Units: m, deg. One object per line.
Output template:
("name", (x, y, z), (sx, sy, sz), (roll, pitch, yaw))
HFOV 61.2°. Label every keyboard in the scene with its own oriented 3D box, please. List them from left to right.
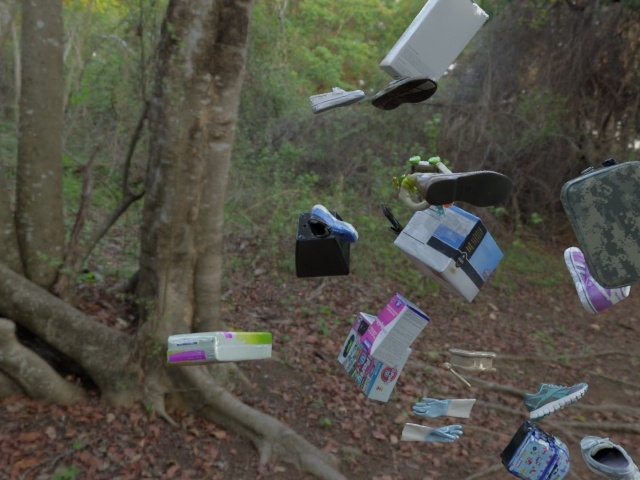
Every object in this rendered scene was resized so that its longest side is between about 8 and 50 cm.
("keyboard", (0.292, -0.064, 2.182), (0.192, 0.038, 0.100), (42, 21, -43))

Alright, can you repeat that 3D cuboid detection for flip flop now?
("flip flop", (0.284, -0.520, 1.864), (0.112, 0.080, 0.277), (25, -16, -29))

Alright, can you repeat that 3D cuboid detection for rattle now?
("rattle", (0.370, -0.143, 1.792), (0.199, 0.130, 0.142), (22, -1, 32))

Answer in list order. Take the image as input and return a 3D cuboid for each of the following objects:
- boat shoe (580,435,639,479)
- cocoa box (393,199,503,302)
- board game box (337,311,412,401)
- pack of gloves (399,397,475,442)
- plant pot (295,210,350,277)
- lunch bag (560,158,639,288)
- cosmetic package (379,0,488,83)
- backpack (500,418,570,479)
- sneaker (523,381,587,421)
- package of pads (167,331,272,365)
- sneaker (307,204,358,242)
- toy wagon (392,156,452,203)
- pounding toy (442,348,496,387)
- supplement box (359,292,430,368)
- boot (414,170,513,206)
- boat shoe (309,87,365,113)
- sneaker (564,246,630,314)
("boat shoe", (0.903, 0.682, 1.688), (0.118, 0.103, 0.320), (-26, 2, 7))
("cocoa box", (0.471, 0.032, 1.958), (0.231, 0.228, 0.347), (34, -2, 39))
("board game box", (0.202, 0.443, 2.095), (0.097, 0.224, 0.303), (21, 8, -25))
("pack of gloves", (0.410, 0.631, 1.860), (0.232, 0.195, 0.046), (7, 24, -16))
("plant pot", (0.000, 0.000, 1.855), (0.187, 0.167, 0.188), (-3, 48, 9))
("lunch bag", (0.758, -0.051, 1.393), (0.212, 0.305, 0.256), (-23, -4, 20))
("cosmetic package", (0.418, -0.741, 2.016), (0.197, 0.365, 0.155), (37, 8, -17))
("backpack", (0.632, 0.630, 1.551), (0.173, 0.158, 0.117), (32, 6, 0))
("sneaker", (0.589, 0.388, 1.364), (0.166, 0.076, 0.065), (-25, -34, -2))
("package of pads", (-0.335, 0.360, 1.800), (0.229, 0.101, 0.296), (-11, -15, 29))
("sneaker", (0.031, -0.024, 1.453), (0.152, 0.058, 0.085), (38, 41, -15))
("toy wagon", (0.509, -0.285, 2.676), (0.068, 0.267, 0.344), (-33, 29, -33))
("pounding toy", (0.661, 0.574, 2.443), (0.269, 0.155, 0.154), (5, -5, -10))
("supplement box", (0.256, 0.312, 1.877), (0.114, 0.220, 0.111), (33, 5, -26))
("boot", (0.422, -0.166, 1.588), (0.305, 0.112, 0.115), (-1, 26, -18))
("boat shoe", (0.065, -0.563, 2.114), (0.226, 0.076, 0.083), (-20, -1, -18))
("sneaker", (0.883, 0.101, 1.708), (0.102, 0.161, 0.282), (40, 32, -26))
